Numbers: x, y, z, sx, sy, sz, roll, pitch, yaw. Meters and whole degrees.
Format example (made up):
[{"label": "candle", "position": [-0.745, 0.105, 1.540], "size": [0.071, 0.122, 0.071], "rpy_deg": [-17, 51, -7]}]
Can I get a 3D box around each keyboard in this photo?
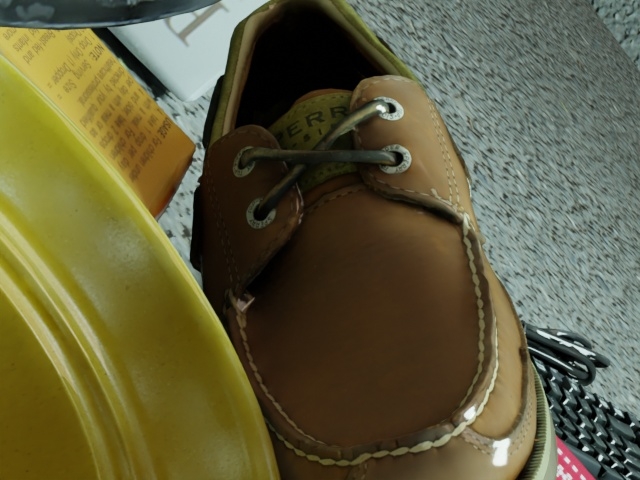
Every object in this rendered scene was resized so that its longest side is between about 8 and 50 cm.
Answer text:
[{"label": "keyboard", "position": [0.114, 0.077, 1.032], "size": [0.317, 0.033, 0.201], "rpy_deg": [31, 17, -38]}]

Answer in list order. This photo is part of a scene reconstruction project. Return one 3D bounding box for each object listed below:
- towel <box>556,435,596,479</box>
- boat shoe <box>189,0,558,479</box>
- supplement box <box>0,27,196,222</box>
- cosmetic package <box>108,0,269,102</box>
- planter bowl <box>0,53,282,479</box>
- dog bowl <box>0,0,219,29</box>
[{"label": "towel", "position": [0.034, 0.105, 0.768], "size": [0.199, 0.031, 0.275], "rpy_deg": [49, 24, 4]}, {"label": "boat shoe", "position": [0.000, 0.000, 0.667], "size": [0.307, 0.111, 0.104], "rpy_deg": [-113, -171, -66]}, {"label": "supplement box", "position": [-0.148, -0.082, 0.658], "size": [0.233, 0.078, 0.080], "rpy_deg": [48, 18, -14]}, {"label": "cosmetic package", "position": [-0.024, -0.352, 0.958], "size": [0.329, 0.394, 0.327], "rpy_deg": [45, 19, -24]}, {"label": "planter bowl", "position": [-0.111, 0.035, 0.505], "size": [0.217, 0.090, 0.217], "rpy_deg": [46, 20, -22]}, {"label": "dog bowl", "position": [-0.163, -0.238, 0.573], "size": [0.408, 0.150, 0.408], "rpy_deg": [24, 27, -13]}]
